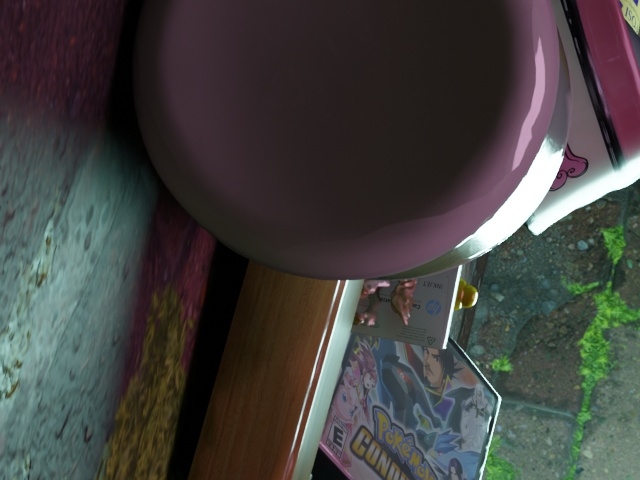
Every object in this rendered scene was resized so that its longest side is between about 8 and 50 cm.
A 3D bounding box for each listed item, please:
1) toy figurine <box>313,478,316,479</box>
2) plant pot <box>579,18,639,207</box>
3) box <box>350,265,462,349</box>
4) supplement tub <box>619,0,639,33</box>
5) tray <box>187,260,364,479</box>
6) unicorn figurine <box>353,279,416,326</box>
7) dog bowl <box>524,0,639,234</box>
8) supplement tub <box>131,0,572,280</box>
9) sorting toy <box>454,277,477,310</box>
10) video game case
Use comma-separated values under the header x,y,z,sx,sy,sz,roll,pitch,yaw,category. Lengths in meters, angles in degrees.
x,y,z,sx,sy,sz,roll,pitch,yaw,category
0.047,0.285,1.888,0.209,0.148,0.213,-68,165,-46,toy figurine
0.279,-0.158,2.138,0.293,0.196,0.293,-20,-115,51,plant pot
0.058,-0.008,1.631,0.038,0.145,0.186,14,87,-80,box
0.299,-0.288,2.418,0.241,0.241,0.331,76,26,-68,supplement tub
0.000,0.000,1.399,0.203,0.076,0.411,35,71,-83,tray
0.018,0.001,1.579,0.060,0.162,0.111,-29,-157,42,unicorn figurine
0.217,-0.220,1.799,0.408,0.150,0.408,-17,90,-80,dog bowl
0.034,-0.092,1.128,0.325,0.235,0.235,9,92,-80,supplement tub
0.130,-0.051,2.060,0.127,0.126,0.365,-63,162,-57,sorting toy
0.068,0.160,1.755,0.275,0.035,0.248,50,40,-29,video game case
